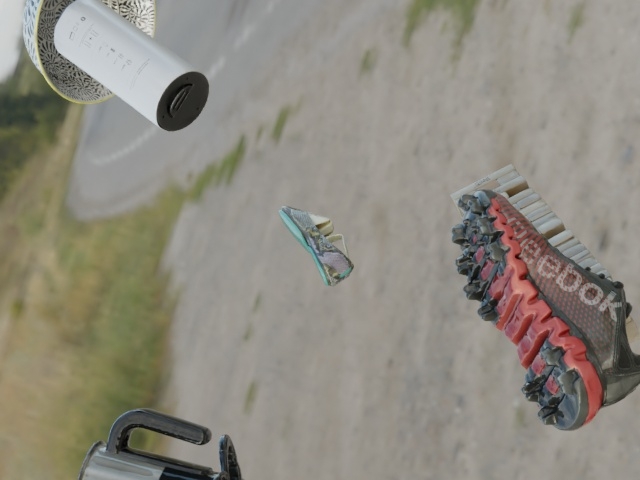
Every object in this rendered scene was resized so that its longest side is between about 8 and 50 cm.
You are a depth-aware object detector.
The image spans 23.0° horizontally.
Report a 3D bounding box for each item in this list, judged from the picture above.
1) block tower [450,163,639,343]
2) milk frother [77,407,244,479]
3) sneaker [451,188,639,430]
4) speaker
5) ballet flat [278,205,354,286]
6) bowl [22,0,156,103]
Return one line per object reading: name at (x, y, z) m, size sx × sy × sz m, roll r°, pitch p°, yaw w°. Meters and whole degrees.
block tower at (0.261, 0.030, 1.846) m, size 0.097 × 0.091 × 0.335 m, roll -28°, pitch 31°, yaw 1°
milk frother at (-0.155, 0.241, 1.578) m, size 0.143 × 0.135 × 0.129 m, roll 67°, pitch -142°, yaw -71°
sneaker at (0.235, 0.059, 1.590) m, size 0.276 × 0.135 × 0.097 m, roll 62°, pitch 152°, yaw 27°
speaker at (-0.150, -0.140, 1.242) m, size 0.136 × 0.055 × 0.055 m, roll 36°, pitch 115°, yaw 32°
ballet flat at (0.000, 0.000, 1.459) m, size 0.114 × 0.041 × 0.041 m, roll 54°, pitch 130°, yaw 45°
bowl at (-0.268, -0.241, 1.719) m, size 0.080 × 0.170 × 0.170 m, roll 22°, pitch 95°, yaw 37°
